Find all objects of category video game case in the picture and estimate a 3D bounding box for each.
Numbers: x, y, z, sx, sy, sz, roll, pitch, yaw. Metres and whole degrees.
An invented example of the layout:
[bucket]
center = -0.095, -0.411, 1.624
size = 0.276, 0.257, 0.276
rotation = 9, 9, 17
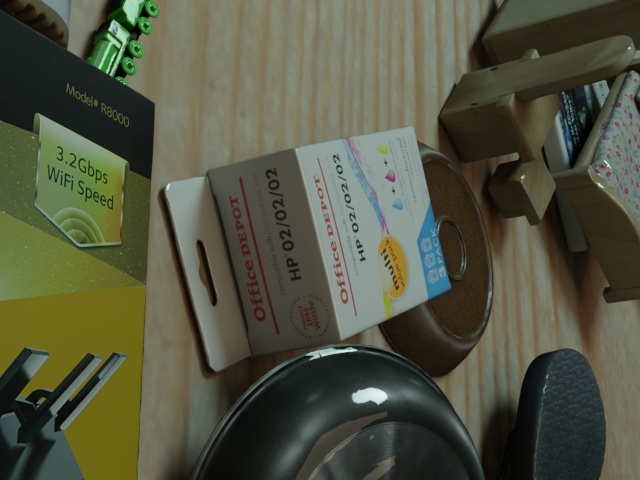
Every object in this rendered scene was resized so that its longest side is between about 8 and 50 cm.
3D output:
[video game case]
center = 0.245, -0.098, 1.173
size = 0.173, 0.022, 0.190
rotation = -22, 99, -60

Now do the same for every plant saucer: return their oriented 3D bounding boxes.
[plant saucer]
center = 0.078, 0.008, 0.849
size = 0.168, 0.029, 0.168
rotation = 26, 59, -53

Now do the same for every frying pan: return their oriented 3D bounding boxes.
[frying pan]
center = 0.009, 0.214, 0.616
size = 0.197, 0.053, 0.326
rotation = 10, 84, -38

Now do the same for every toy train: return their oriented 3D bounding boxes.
[toy train]
center = -0.099, -0.092, 0.602
size = 0.024, 0.017, 0.083
rotation = 42, 45, -31

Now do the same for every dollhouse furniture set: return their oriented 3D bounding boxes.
[dollhouse furniture set]
center = 0.292, -0.060, 1.046
size = 0.355, 0.174, 0.303
rotation = 58, 42, -25

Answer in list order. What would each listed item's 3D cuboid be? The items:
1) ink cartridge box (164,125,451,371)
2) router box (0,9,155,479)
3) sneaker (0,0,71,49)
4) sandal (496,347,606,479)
[ink cartridge box]
center = 0.000, 0.000, 0.687
size = 0.181, 0.061, 0.104
rotation = -19, 95, -59
[router box]
center = -0.179, 0.018, 0.365
size = 0.309, 0.081, 0.243
rotation = 28, 56, -53
[sneaker]
center = -0.182, -0.176, 0.412
size = 0.282, 0.099, 0.153
rotation = 33, 55, -57
[sandal]
center = 0.150, 0.197, 0.888
size = 0.097, 0.054, 0.254
rotation = 30, 64, -43
